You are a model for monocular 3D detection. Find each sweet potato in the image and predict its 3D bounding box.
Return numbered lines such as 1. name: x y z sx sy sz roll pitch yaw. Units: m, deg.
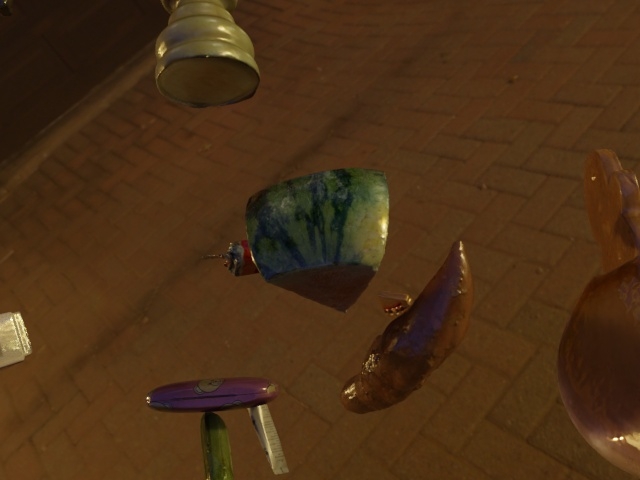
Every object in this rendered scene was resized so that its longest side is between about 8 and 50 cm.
1. sweet potato: 0.117 0.158 0.861 0.106 0.095 0.354 -104 32 -44

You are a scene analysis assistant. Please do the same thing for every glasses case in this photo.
1. glasses case: -0.257 0.368 1.493 0.316 0.123 0.076 -5 81 6

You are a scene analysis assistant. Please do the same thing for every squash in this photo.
1. squash: -0.246 0.499 1.479 0.069 0.069 0.239 -31 39 7

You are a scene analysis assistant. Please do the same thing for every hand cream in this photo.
1. hand cream: -0.137 0.465 1.557 0.050 0.080 0.234 -31 67 14

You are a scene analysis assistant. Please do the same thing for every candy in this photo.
1. candy: -0.111 0.030 1.339 0.292 0.086 0.059 -7 62 -18

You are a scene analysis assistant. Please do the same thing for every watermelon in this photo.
1. watermelon: 0.000 0.000 1.152 0.261 0.201 0.213 -5 51 4

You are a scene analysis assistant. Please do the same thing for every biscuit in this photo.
1. biscuit: 0.260 0.211 1.742 0.041 0.238 0.212 -65 6 -31
2. biscuit: 0.608 -0.042 1.282 0.052 0.275 0.355 -6 37 11

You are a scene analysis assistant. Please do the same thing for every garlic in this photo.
1. garlic: 0.315 0.110 0.539 0.217 0.110 0.228 -37 32 38

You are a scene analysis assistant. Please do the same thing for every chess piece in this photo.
1. chess piece: -0.216 -0.424 1.135 0.182 0.182 0.330 -17 72 26

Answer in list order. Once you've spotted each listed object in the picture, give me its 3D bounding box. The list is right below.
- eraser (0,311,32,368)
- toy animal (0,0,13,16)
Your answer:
1. eraser: -0.578 0.183 0.899 0.279 0.081 0.124 -16 -6 -41
2. toy animal: -0.387 -0.291 0.597 0.146 0.114 0.245 -34 70 -20
